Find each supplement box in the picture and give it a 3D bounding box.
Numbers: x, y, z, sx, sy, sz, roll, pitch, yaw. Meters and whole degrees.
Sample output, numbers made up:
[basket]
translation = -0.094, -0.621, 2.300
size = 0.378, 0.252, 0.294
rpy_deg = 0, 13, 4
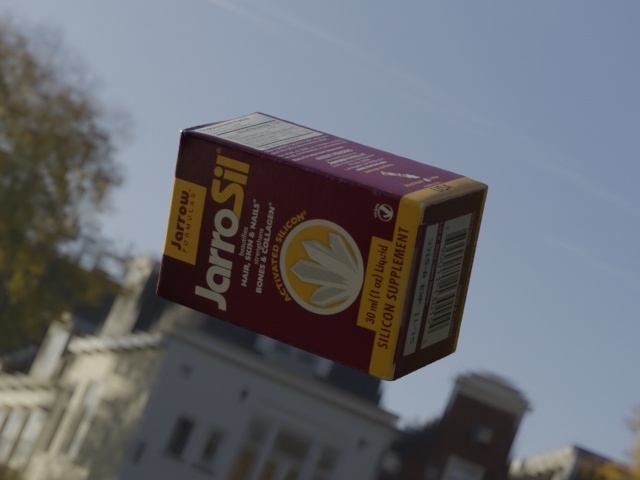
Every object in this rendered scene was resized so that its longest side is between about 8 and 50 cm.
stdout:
[supplement box]
translation = 0.000, 0.000, 0.580
size = 0.083, 0.055, 0.043
rpy_deg = 18, 18, 28
